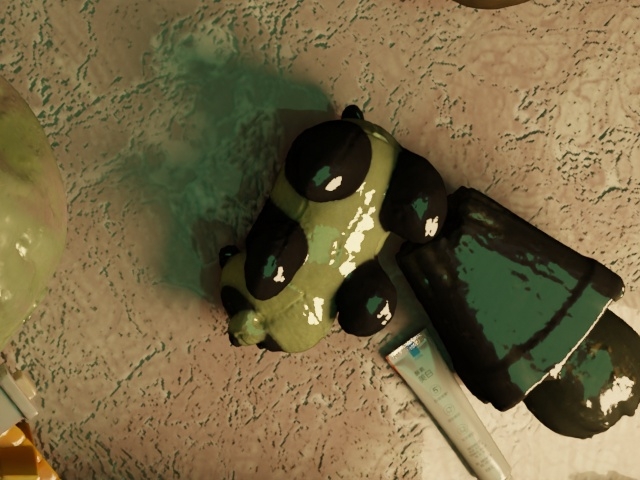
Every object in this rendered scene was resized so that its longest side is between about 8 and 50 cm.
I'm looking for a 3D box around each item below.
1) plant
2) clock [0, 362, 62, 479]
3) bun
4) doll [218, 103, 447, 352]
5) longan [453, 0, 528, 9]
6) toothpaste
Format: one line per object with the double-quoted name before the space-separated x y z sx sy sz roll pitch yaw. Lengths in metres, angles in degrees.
"plant" 0.186 0.070 1.474 0.164 0.142 0.256 -44 96 -6
"clock" -0.330 0.253 1.332 0.309 0.166 0.235 -38 106 -5
"bun" -0.336 -0.015 1.285 0.293 0.187 0.293 -3 101 -18
"doll" 0.002 -0.001 1.414 0.143 0.135 0.234 26 95 -24
"longan" 0.148 -0.305 1.383 0.198 0.198 0.212 18 93 -18
"toothpaste" 0.131 0.171 1.529 0.048 0.031 0.190 -36 103 -6
